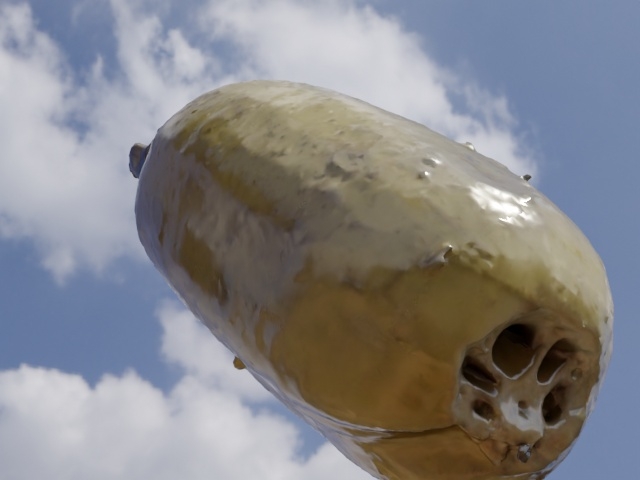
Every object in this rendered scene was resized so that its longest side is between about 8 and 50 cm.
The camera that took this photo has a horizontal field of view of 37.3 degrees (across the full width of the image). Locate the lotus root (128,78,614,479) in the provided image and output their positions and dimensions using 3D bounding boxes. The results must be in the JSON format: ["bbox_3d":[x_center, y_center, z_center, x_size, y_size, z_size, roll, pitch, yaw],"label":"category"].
[{"bbox_3d":[0.000,0.000,0.487,0.151,0.343,0.169,-43,-51,-10],"label":"lotus root"}]
